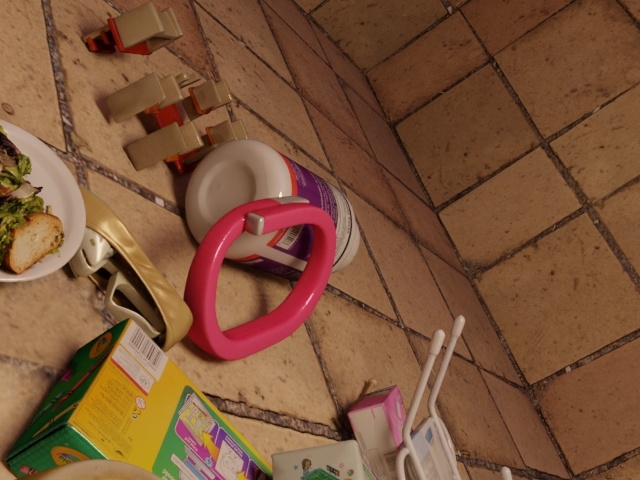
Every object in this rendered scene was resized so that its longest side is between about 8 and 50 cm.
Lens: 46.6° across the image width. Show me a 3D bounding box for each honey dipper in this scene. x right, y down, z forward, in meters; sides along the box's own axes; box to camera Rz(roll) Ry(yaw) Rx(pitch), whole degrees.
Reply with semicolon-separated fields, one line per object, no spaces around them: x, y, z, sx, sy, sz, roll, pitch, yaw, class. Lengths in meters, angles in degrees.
0.079;0.273;1.288;0.030;0.030;0.160;57;19;0;honey dipper

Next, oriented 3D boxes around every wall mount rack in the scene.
0.202;0.290;1.163;0.304;0.130;0.350;70;17;6;wall mount rack

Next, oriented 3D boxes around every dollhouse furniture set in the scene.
-0.256;-0.229;1.185;0.259;0.135;0.262;67;18;-4;dollhouse furniture set

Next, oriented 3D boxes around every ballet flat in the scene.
-0.231;0.033;0.831;0.232;0.080;0.073;50;33;-17;ballet flat

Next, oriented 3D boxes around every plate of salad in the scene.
-0.318;-0.052;0.722;0.199;0.048;0.200;28;42;-29;plate of salad

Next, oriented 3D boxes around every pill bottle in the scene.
-0.060;-0.034;1.210;0.323;0.181;0.182;25;36;-59;pill bottle

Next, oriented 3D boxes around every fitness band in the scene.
-0.071;0.049;1.004;0.054;0.209;0.290;20;18;28;fitness band

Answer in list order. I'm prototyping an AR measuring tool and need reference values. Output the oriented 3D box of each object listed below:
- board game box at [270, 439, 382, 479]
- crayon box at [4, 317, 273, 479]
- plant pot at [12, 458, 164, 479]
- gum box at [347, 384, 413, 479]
0.036;0.384;0.729;0.224;0.097;0.304;63;18;-50;board game box
-0.142;0.230;0.710;0.278;0.081;0.165;51;19;-17;crayon box
-0.173;0.236;0.369;0.254;0.239;0.254;48;21;-25;plant pot
0.115;0.338;1.173;0.189;0.062;0.107;71;18;2;gum box
